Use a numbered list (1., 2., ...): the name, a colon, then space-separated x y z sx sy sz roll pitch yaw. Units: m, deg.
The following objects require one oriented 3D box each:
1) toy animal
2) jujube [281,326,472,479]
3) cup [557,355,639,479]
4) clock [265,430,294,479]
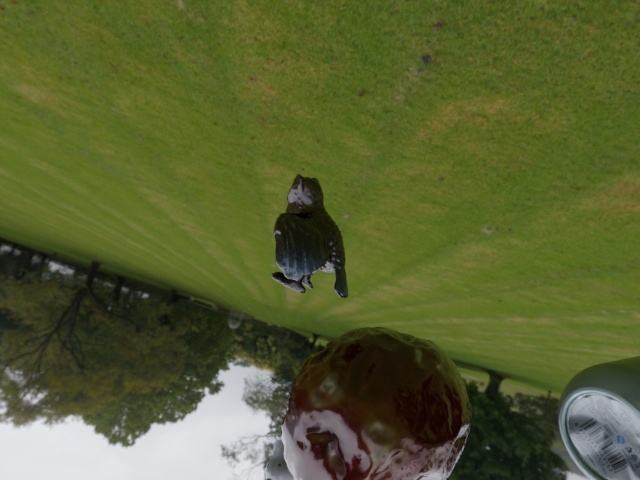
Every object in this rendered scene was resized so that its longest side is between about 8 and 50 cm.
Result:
1. toy animal: -0.001 -0.009 0.649 0.116 0.179 0.218 7 -177 20
2. jujube: 0.103 0.280 0.687 0.277 0.276 0.377 12 175 20
3. cup: 0.541 0.280 0.645 0.312 0.205 0.205 0 171 -24
4. clock: -0.052 0.499 0.919 0.080 0.117 0.176 -22 136 38
